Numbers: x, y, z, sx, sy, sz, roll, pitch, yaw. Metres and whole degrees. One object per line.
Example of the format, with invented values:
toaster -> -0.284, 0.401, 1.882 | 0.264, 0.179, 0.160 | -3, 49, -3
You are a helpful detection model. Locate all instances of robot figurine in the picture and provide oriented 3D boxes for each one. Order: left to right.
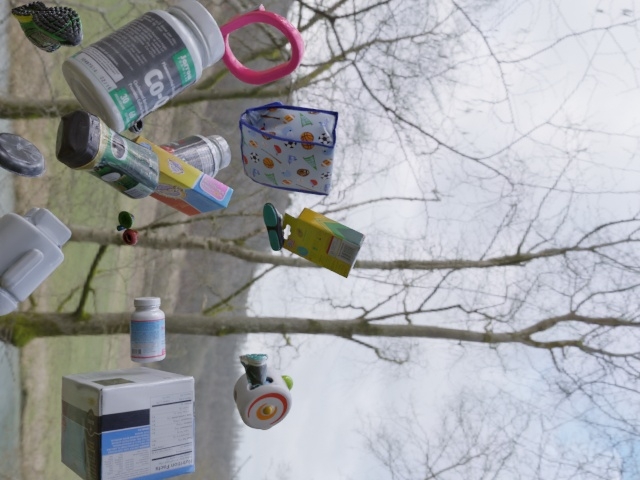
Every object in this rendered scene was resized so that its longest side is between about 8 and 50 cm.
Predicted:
robot figurine -> -0.869, 0.065, 1.547 | 0.300, 0.199, 0.353 | 3, -131, 50

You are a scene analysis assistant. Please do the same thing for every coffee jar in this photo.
coffee jar -> -0.368, -0.146, 0.967 | 0.079, 0.184, 0.096 | -15, -113, 21

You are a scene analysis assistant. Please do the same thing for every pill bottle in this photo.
pill bottle -> -0.448, 0.229, 1.440 | 0.087, 0.087, 0.160 | 180, -91, -70
pill bottle -> -0.430, -0.443, 1.388 | 0.361, 0.204, 0.204 | -43, -174, -23
pill bottle -> -0.484, -0.285, 2.027 | 0.176, 0.318, 0.176 | 20, -57, 33

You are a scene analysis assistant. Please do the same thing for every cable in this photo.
cable -> -0.670, -0.414, 1.856 | 0.287, 0.072, 0.139 | -84, 180, -75

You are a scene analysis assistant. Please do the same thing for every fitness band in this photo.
fitness band -> -0.178, -0.558, 1.611 | 0.291, 0.209, 0.054 | -5, -136, 40

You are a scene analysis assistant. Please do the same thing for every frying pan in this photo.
frying pan -> -1.019, -0.324, 1.778 | 0.053, 0.326, 0.197 | -45, -179, 19

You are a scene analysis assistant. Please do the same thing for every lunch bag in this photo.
lunch bag -> -0.132, -0.376, 2.265 | 0.327, 0.386, 0.238 | 95, 1, -54

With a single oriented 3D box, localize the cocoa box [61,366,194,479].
cocoa box -> -0.486, 0.451, 1.382 | 0.347, 0.232, 0.227 | -10, -100, 52

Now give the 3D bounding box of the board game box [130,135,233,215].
board game box -> -0.456, -0.180, 1.653 | 0.242, 0.317, 0.064 | -7, -120, 50

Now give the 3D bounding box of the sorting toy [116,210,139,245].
sorting toy -> -0.535, -0.038, 1.562 | 0.042, 0.061, 0.101 | -31, 123, -59

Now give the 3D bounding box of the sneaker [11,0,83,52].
sneaker -> -0.903, -0.710, 1.889 | 0.344, 0.134, 0.146 | 29, -34, 34

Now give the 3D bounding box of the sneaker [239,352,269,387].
sneaker -> -0.154, 0.300, 1.285 | 0.166, 0.065, 0.076 | 133, -45, -77

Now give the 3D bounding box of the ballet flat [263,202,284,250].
ballet flat -> -0.176, -0.058, 2.154 | 0.074, 0.074, 0.203 | -132, -149, -65

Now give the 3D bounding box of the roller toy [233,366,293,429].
roller toy -> -0.203, 0.559, 1.958 | 0.209, 0.191, 0.146 | -54, -147, 9

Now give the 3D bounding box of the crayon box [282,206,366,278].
crayon box -> 0.000, 0.000, 2.199 | 0.081, 0.319, 0.202 | -60, 173, -42
